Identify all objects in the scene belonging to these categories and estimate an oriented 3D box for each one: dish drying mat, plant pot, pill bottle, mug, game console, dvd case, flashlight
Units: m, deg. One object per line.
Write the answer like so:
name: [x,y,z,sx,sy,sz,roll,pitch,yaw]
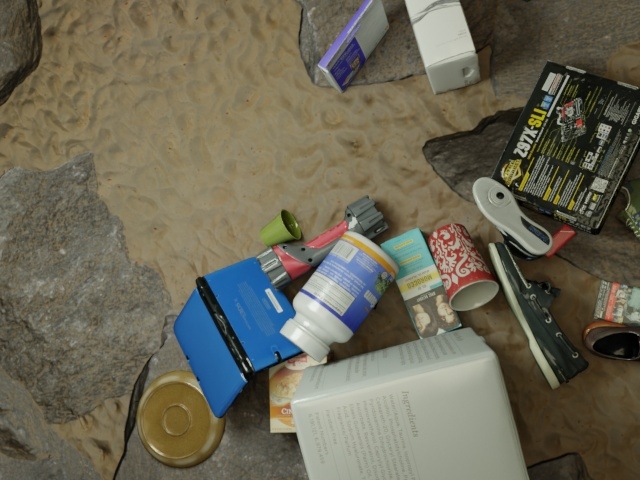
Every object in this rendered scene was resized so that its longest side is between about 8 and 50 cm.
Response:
dish drying mat: [0.533,0.001,1.644,0.083,0.008,0.032,-44,77,5]
plant pot: [-0.349,0.438,1.790,0.236,0.032,0.236,-2,82,13]
pill bottle: [0.037,0.127,1.599,0.152,0.152,0.272,35,81,15]
mug: [0.315,0.063,1.630,0.113,0.150,0.169,-27,54,11]
game console: [-0.193,0.224,1.741,0.250,0.173,0.293,-21,56,-20]
dvd case: [0.665,0.141,1.593,0.119,0.013,0.087,13,87,15]
flashlight: [0.000,0.000,1.706,0.304,0.103,0.103,-33,40,-4]
plant pot: [-0.102,-0.021,1.768,0.079,0.083,0.083,-30,77,20]

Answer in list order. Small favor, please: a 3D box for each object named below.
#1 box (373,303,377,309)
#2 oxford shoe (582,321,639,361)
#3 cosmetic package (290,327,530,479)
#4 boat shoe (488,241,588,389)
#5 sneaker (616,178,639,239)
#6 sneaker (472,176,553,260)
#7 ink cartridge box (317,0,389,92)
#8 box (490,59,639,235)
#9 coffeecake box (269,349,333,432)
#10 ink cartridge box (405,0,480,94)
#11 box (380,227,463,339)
box: [0.111,0.112,1.709,0.062,0.052,0.083,19,87,14]
oxford shoe: [0.694,0.221,1.526,0.271,0.098,0.097,-4,95,15]
cosmetic package: [0.179,0.394,1.475,0.394,0.329,0.327,-15,90,5]
boat shoe: [0.474,0.145,1.581,0.113,0.127,0.340,-25,80,8]
sneaker: [0.688,-0.042,1.586,0.086,0.064,0.192,-4,77,14]
sneaker: [0.408,-0.036,1.620,0.079,0.121,0.217,-39,76,-11]
ink cartridge box: [0.077,-0.465,1.707,0.045,0.208,0.206,37,92,12]
box: [0.555,-0.207,1.611,0.257,0.079,0.322,25,89,26]
coffeecake box: [-0.043,0.350,1.709,0.142,0.068,0.185,-4,82,14]
ink cartridge box: [0.267,-0.503,1.666,0.117,0.207,0.283,-16,79,12]
box: [0.231,0.103,1.677,0.100,0.060,0.244,-25,78,10]
